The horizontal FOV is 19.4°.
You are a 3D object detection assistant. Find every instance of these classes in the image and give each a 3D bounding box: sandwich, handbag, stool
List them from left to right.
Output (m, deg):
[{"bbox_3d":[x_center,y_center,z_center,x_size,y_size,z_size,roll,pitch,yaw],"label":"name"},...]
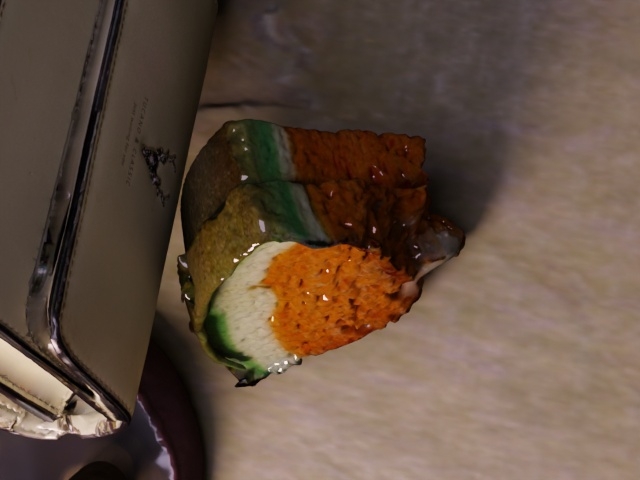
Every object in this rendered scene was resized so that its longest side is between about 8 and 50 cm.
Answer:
[{"bbox_3d":[-0.243,0.180,1.441,0.272,0.178,0.272,0,90,21],"label":"stool"},{"bbox_3d":[-0.194,-0.066,1.304,0.160,0.237,0.358,-9,56,31],"label":"handbag"},{"bbox_3d":[-0.011,-0.001,1.326,0.212,0.292,0.109,-19,69,7],"label":"sandwich"}]
